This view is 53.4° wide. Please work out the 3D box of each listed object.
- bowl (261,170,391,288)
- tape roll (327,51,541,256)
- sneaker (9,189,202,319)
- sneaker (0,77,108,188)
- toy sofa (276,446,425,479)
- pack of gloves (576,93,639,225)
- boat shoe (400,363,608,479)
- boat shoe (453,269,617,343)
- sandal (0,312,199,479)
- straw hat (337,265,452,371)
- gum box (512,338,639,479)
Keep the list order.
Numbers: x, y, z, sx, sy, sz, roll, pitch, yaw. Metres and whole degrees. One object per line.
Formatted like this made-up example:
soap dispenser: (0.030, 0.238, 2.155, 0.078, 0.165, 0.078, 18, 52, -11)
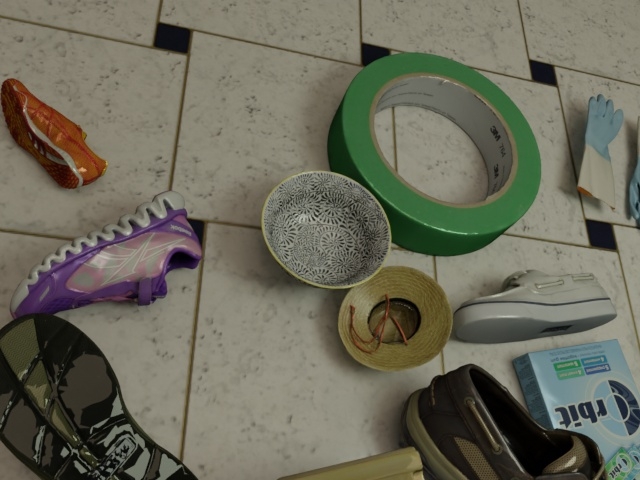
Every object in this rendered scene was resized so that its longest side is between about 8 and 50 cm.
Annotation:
bowl: (0.000, 0.000, 0.834, 0.170, 0.080, 0.170, 7, 62, -13)
tape roll: (0.173, -0.136, 0.964, 0.321, 0.077, 0.321, 8, 61, -14)
sneaker: (-0.233, 0.038, 0.738, 0.236, 0.095, 0.104, -35, 86, -30)
sneaker: (-0.344, -0.137, 0.814, 0.175, 0.064, 0.067, 50, 40, 4)
toy sofa: (0.062, 0.378, 0.554, 0.150, 0.177, 0.362, -15, 68, 2)
pack of gloves: (0.518, -0.131, 1.105, 0.195, 0.046, 0.232, 29, 61, -16)
boat shoe: (0.255, 0.282, 0.720, 0.355, 0.130, 0.132, 39, 33, 6)
boat shoe: (0.292, 0.082, 0.882, 0.268, 0.096, 0.088, -3, 61, -21)
sandal: (-0.237, 0.213, 0.654, 0.120, 0.086, 0.302, -39, 95, -36)
straw hat: (0.094, 0.107, 0.822, 0.145, 0.061, 0.144, -1, 68, 3)
gum box: (0.362, 0.234, 0.857, 0.157, 0.041, 0.184, -4, 67, -20)
